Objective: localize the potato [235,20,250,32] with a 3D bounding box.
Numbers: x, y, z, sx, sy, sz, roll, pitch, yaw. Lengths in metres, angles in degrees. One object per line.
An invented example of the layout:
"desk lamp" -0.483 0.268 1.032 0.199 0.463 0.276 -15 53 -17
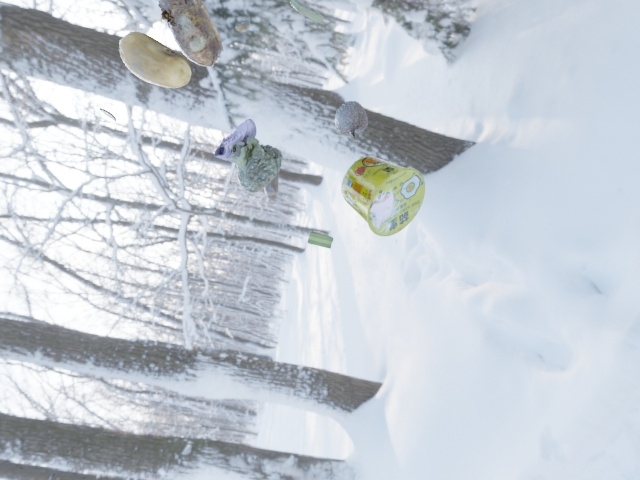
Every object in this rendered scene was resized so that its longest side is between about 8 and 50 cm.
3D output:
"potato" -0.375 -1.062 2.072 0.036 0.093 0.037 9 132 51

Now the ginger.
"ginger" -0.541 -0.896 1.645 0.254 0.176 0.419 -48 -63 -74

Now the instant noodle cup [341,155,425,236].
"instant noodle cup" 0.264 -0.217 1.856 0.254 0.325 0.326 43 130 43

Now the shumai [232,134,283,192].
"shumai" -0.306 -0.351 1.877 0.255 0.218 0.189 -29 23 33

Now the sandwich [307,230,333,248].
"sandwich" 0.000 0.000 2.306 0.074 0.116 0.074 -7 -65 -54

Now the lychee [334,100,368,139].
"lychee" 0.148 -0.576 2.014 0.165 0.165 0.198 151 119 -83

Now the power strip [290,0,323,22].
"power strip" -0.051 -0.961 1.748 0.076 0.168 0.028 54 125 23

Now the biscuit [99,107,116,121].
"biscuit" -0.928 -0.555 1.830 0.092 0.082 0.016 13 68 53

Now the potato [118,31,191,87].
"potato" -0.529 -0.572 1.343 0.150 0.233 0.146 -60 4 -38

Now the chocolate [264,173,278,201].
"chocolate" -0.266 -0.342 2.276 0.157 0.080 0.254 111 162 -73

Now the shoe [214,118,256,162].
"shoe" -0.399 -0.467 1.947 0.137 0.095 0.245 -12 -33 -53
